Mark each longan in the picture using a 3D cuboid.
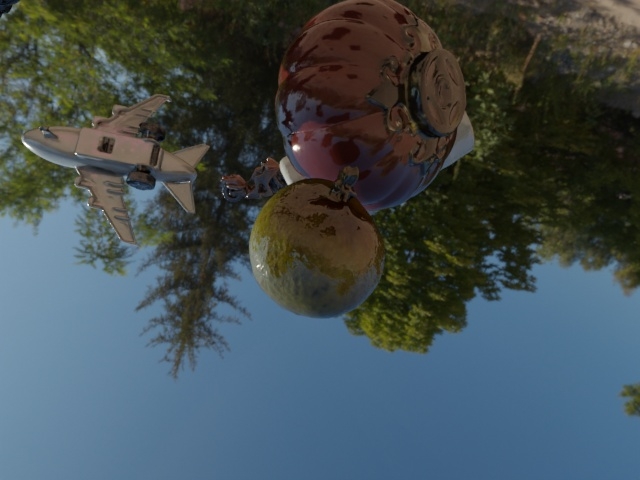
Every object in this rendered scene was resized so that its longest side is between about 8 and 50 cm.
[{"bbox_3d":[0.000,0.000,0.479,0.155,0.176,0.145,38,-148,20],"label":"longan"}]

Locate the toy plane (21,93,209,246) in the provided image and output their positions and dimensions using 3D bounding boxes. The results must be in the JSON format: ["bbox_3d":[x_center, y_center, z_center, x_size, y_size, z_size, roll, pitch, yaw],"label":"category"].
[{"bbox_3d":[-0.301,-0.127,0.663,0.255,0.251,0.101,12,164,-19],"label":"toy plane"}]

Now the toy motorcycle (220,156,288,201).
[{"bbox_3d":[-0.197,-0.183,1.337,0.212,0.118,0.084,-9,-151,5],"label":"toy motorcycle"}]

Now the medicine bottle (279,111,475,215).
[{"bbox_3d":[0.117,-0.178,0.963,0.211,0.371,0.211,59,-175,-9],"label":"medicine bottle"}]

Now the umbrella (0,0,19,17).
[{"bbox_3d":[-0.353,-0.390,0.520,0.090,0.326,0.094,55,-156,10],"label":"umbrella"}]

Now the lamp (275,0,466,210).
[{"bbox_3d":[0.073,-0.196,0.666,0.303,0.303,0.257,-3,-177,-43],"label":"lamp"}]
